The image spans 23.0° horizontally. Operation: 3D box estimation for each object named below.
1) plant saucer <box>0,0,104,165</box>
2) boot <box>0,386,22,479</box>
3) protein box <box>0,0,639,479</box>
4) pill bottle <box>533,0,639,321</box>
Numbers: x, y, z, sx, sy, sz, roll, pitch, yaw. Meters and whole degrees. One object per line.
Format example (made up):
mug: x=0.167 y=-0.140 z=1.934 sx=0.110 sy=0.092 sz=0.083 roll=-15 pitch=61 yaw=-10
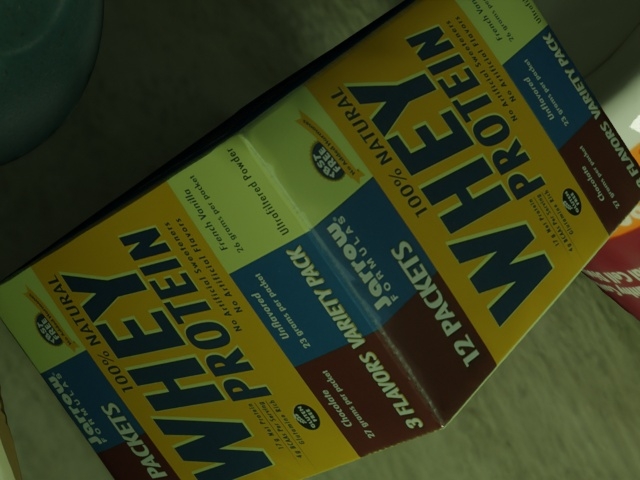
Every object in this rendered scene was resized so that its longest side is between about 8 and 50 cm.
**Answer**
plant saucer: x=-0.162 y=-0.128 z=0.700 sx=0.195 sy=0.037 sz=0.194 roll=10 pitch=76 yaw=-46
boot: x=-0.205 y=0.059 z=0.579 sx=0.165 sy=0.077 sz=0.213 roll=-9 pitch=80 yaw=-42
protein box: x=0.000 y=0.000 z=0.703 sx=0.136 sy=0.200 sz=0.201 roll=55 pitch=45 yaw=-7
pill bottle: x=0.287 y=-0.017 z=0.956 sx=0.392 sy=0.224 sz=0.224 roll=38 pitch=49 yaw=-22
